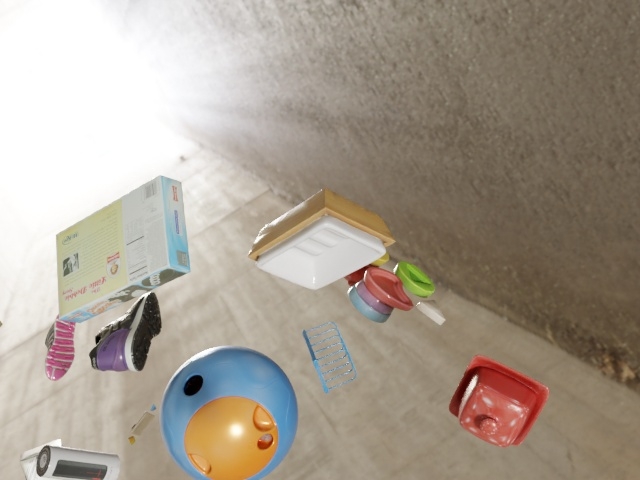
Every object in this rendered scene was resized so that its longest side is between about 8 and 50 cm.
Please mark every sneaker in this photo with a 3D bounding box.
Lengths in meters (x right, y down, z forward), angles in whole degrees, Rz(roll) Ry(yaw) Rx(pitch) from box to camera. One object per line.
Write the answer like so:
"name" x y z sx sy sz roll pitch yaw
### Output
"sneaker" -0.617 0.255 1.815 0.075 0.063 0.170 -42 42 48
"sneaker" -0.453 0.203 1.774 0.283 0.124 0.107 -83 -14 -68

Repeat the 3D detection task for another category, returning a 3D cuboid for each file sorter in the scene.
"file sorter" 0.026 0.329 2.203 0.170 0.105 0.118 -119 9 -64

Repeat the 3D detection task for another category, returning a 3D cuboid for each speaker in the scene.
"speaker" -0.425 0.397 1.358 0.136 0.055 0.055 22 -163 -38

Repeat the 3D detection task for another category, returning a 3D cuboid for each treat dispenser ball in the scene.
"treat dispenser ball" -0.189 0.365 1.603 0.288 0.288 0.288 56 173 11

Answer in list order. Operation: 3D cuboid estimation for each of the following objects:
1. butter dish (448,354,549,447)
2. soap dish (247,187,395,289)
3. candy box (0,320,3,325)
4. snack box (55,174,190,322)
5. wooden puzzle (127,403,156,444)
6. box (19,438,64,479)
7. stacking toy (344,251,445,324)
"butter dish" 0.330 0.327 1.464 0.160 0.159 0.118 26 -152 12
"soap dish" 0.000 0.000 1.867 0.229 0.291 0.118 24 -129 -35
"candy box" -1.221 0.342 2.553 0.122 0.317 0.268 36 158 -2
"snack box" -0.389 0.023 1.482 0.060 0.322 0.187 20 -126 -51
"wooden puzzle" -0.480 0.492 2.062 0.014 0.116 0.078 34 160 17
"box" -0.582 0.594 1.717 0.113 0.094 0.275 -19 90 69
"stacking toy" 0.184 0.145 2.143 0.280 0.130 0.309 29 -156 -20
